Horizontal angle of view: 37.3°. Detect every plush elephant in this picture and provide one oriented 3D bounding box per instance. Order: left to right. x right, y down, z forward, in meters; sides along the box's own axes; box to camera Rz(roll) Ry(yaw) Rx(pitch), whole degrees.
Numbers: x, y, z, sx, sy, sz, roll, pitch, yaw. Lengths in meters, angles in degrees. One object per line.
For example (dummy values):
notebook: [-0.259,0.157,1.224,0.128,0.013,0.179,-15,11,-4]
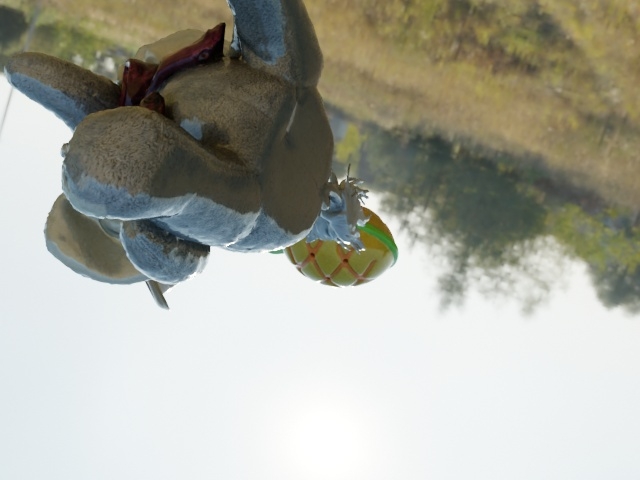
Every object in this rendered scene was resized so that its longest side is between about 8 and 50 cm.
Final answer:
plush elephant: [-0.127,-0.090,0.768,0.255,0.271,0.330,7,159,28]

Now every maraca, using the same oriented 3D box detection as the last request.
maraca: [0.000,0.000,1.104,0.186,0.099,0.127,10,150,10]

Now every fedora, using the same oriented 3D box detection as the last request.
fedora: [-0.260,0.015,1.511,0.079,0.194,0.194,-25,-161,-12]
